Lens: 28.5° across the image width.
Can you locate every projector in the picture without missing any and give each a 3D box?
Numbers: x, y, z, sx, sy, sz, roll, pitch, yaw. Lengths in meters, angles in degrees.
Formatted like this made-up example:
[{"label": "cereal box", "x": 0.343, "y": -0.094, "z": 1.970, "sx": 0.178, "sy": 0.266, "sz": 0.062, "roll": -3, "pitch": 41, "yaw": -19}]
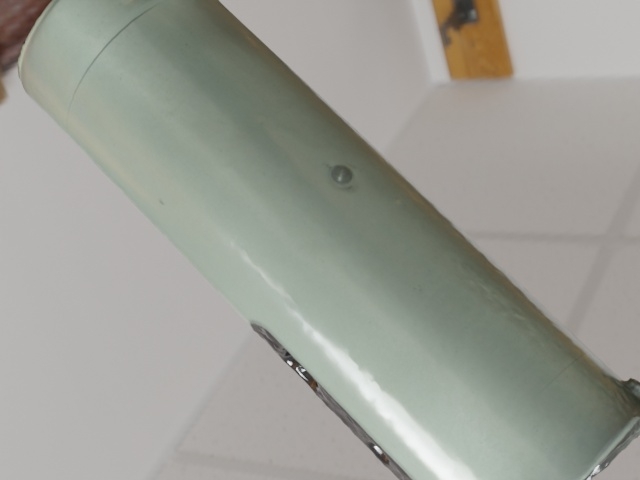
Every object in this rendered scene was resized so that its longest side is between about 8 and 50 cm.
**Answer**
[{"label": "projector", "x": 0.000, "y": 0.000, "z": 0.605, "sx": 0.108, "sy": 0.108, "sz": 0.337, "roll": -37, "pitch": -108, "yaw": -27}]
